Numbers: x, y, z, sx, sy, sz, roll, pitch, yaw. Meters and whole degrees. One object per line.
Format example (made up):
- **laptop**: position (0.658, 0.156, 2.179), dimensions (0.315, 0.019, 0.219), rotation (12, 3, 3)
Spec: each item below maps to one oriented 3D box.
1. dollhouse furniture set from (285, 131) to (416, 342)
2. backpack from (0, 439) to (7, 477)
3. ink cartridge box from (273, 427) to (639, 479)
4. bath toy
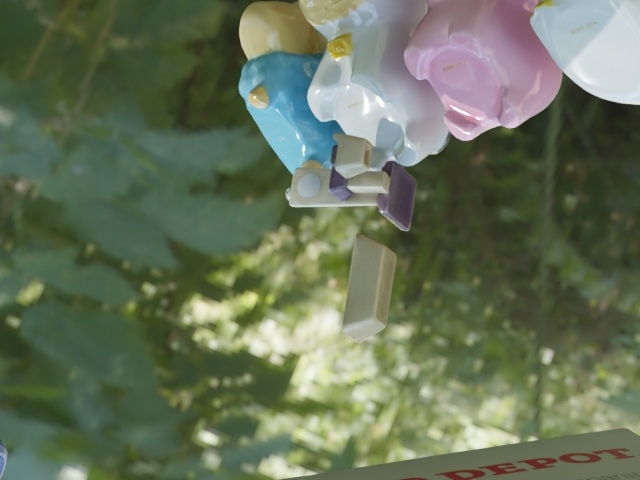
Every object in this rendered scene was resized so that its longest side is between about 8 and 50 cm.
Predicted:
- **dollhouse furniture set**: position (0.000, 0.000, 1.191), dimensions (0.081, 0.114, 0.091), rotation (1, 163, 26)
- **backpack**: position (-0.295, 0.130, 1.018), dimensions (0.213, 0.276, 0.263), rotation (61, 147, 21)
- **ink cartridge box**: position (0.090, 0.165, 0.583), dimensions (0.223, 0.129, 0.307), rotation (-5, -169, -25)
- **bath toy**: position (0.097, -0.138, 1.169), dimensions (0.348, 0.129, 0.151), rotation (-9, 117, 47)
